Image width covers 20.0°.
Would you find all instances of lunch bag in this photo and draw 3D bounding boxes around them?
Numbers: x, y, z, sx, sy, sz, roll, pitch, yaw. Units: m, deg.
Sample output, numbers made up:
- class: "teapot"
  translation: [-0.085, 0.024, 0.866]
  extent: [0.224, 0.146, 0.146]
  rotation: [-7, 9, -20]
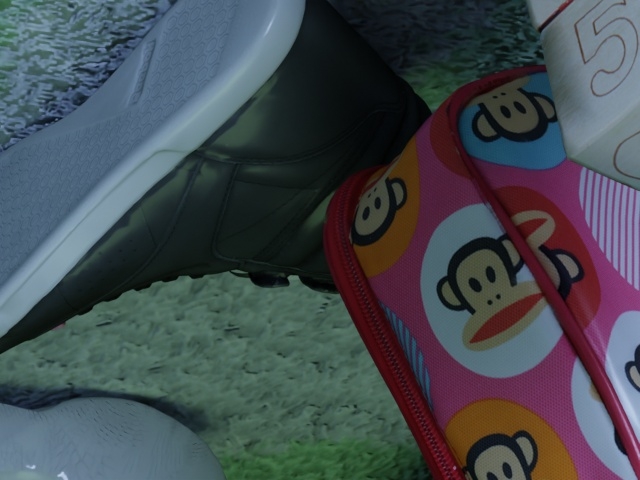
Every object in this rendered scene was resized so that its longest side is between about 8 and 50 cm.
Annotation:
- class: "lunch bag"
  translation: [0.161, 0.052, 0.770]
  extent: [0.293, 0.258, 0.120]
  rotation: [-8, 155, -48]

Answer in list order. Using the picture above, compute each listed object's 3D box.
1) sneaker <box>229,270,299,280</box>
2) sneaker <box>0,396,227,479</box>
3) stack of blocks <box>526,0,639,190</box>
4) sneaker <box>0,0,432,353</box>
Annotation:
- class: "sneaker"
  translation: [0.000, 0.000, 0.920]
  extent: [0.109, 0.040, 0.044]
  rotation: [0, 160, -4]
- class: "sneaker"
  translation: [-0.161, 0.136, 1.053]
  extent: [0.212, 0.080, 0.094]
  rotation: [14, 151, -16]
- class: "stack of blocks"
  translation: [0.135, -0.133, 0.536]
  extent: [0.171, 0.297, 0.087]
  rotation: [20, 135, -31]
- class: "sneaker"
  translation: [-0.069, 0.001, 0.842]
  extent: [0.147, 0.104, 0.296]
  rotation: [31, 125, -34]
